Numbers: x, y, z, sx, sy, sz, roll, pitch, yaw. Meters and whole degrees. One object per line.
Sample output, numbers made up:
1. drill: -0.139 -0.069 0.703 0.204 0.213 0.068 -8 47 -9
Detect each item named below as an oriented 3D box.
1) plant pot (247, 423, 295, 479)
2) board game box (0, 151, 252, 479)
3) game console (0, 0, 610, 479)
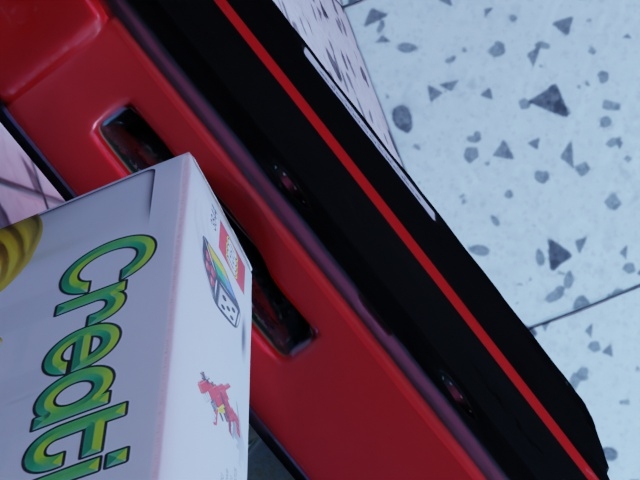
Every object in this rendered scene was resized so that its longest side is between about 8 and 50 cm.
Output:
1. plant pot: 0.019 0.213 0.846 0.274 0.256 0.256 52 13 -9
2. board game box: -0.113 0.098 0.447 0.305 0.193 0.053 -93 159 -62
3. game console: 0.000 0.000 0.774 0.386 0.060 0.342 52 10 -11
